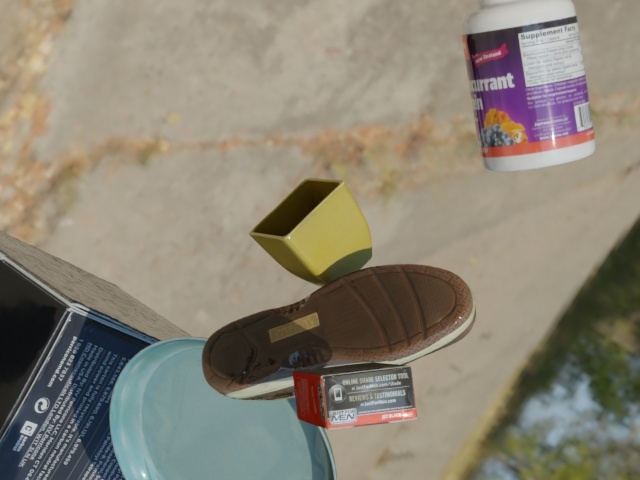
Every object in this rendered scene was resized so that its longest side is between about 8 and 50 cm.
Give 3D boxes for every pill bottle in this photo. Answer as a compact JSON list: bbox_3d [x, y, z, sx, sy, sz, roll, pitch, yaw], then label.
[{"bbox_3d":[0.187,-0.166,1.436,0.108,0.108,0.194,-38,119,-75],"label":"pill bottle"}]

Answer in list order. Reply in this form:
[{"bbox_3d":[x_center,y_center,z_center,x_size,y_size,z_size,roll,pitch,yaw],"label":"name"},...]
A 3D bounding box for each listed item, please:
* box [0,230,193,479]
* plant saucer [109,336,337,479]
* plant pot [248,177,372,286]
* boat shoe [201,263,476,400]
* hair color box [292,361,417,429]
[{"bbox_3d":[-0.401,0.200,2.342,0.471,0.480,0.297,28,90,-47],"label":"box"},{"bbox_3d":[-0.113,0.253,1.889,0.043,0.317,0.318,-39,162,-53],"label":"plant saucer"},{"bbox_3d":[0.000,0.000,1.452,0.081,0.083,0.081,-44,-159,-18],"label":"plant pot"},{"bbox_3d":[0.024,0.089,1.414,0.095,0.257,0.095,45,37,-57],"label":"boat shoe"},{"bbox_3d":[0.024,0.121,1.222,0.141,0.072,0.043,156,-72,-80],"label":"hair color box"}]
